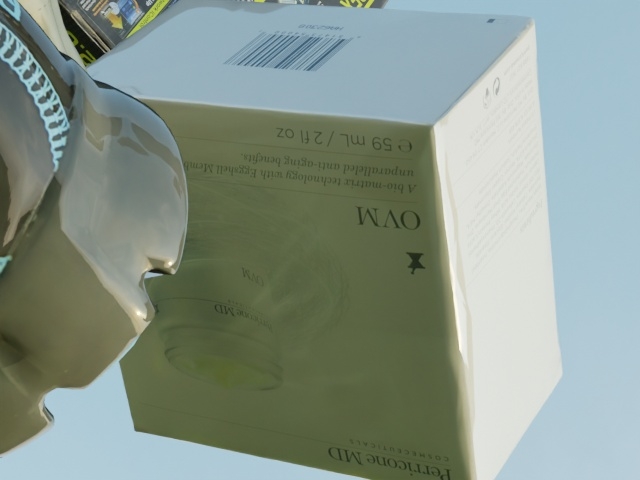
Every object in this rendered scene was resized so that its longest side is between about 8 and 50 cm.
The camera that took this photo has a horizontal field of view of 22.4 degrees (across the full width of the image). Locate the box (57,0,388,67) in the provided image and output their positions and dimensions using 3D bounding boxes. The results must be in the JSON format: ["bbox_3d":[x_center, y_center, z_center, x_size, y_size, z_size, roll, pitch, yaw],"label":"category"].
[{"bbox_3d":[-0.075,-0.177,1.081,0.060,0.270,0.216,-19,-60,46],"label":"box"}]

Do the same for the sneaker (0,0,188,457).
[{"bbox_3d":[-0.199,0.051,0.407,0.139,0.341,0.125,44,6,-35],"label":"sneaker"}]

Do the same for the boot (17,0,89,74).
[{"bbox_3d":[-0.196,-0.066,0.554,0.262,0.095,0.203,0,-40,16],"label":"boot"}]

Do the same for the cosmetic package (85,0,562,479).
[{"bbox_3d":[0.000,0.000,0.887,0.224,0.138,0.225,7,-57,29],"label":"cosmetic package"}]
